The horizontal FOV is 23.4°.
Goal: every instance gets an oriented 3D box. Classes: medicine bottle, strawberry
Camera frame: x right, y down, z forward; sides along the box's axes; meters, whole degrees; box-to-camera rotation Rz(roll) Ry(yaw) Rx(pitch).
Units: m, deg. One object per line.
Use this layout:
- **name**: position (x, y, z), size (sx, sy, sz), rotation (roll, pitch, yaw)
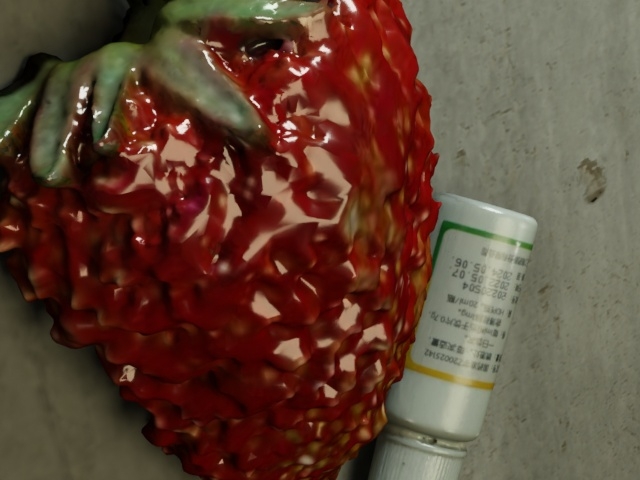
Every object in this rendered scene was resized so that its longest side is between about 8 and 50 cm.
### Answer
- **medicine bottle**: position (0.069, 0.087, 0.869), size (0.092, 0.061, 0.220), rotation (13, 92, -64)
- **strawberry**: position (0.000, 0.000, 0.722), size (0.233, 0.138, 0.306), rotation (-52, 129, -23)
